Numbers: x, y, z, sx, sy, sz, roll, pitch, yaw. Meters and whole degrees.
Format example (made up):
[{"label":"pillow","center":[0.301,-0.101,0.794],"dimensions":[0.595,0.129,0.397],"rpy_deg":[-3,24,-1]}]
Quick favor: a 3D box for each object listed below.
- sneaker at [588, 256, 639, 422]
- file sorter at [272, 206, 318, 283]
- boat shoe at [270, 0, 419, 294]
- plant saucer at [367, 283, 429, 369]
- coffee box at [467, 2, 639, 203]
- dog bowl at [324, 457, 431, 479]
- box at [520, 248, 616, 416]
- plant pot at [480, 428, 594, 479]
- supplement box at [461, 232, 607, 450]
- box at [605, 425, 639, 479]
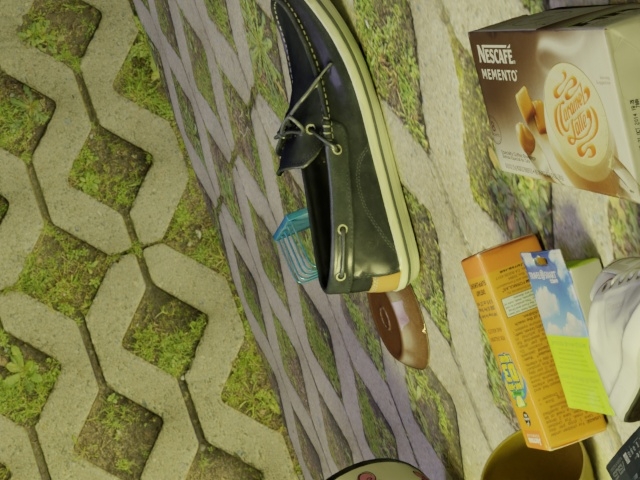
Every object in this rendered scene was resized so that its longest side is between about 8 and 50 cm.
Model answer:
[{"label":"sneaker","center":[0.279,0.047,1.016],"dimensions":[0.290,0.105,0.123],"rpy_deg":[96,155,-58]},{"label":"file sorter","center":[0.000,0.000,2.068],"dimensions":[0.170,0.118,0.104],"rpy_deg":[130,117,-75]},{"label":"boat shoe","center":[0.004,-0.151,1.769],"dimensions":[0.187,0.156,0.500],"rpy_deg":[178,76,-78]},{"label":"plant saucer","center":[0.118,0.121,1.927],"dimensions":[0.198,0.036,0.199],"rpy_deg":[162,90,-78]},{"label":"coffee box","center":[0.230,-0.123,1.001],"dimensions":[0.246,0.098,0.141],"rpy_deg":[-150,43,-70]},{"label":"dog bowl","center":[0.097,0.561,1.881],"dimensions":[0.150,0.408,0.408],"rpy_deg":[19,129,48]},{"label":"box","center":[0.271,0.090,1.244],"dimensions":[0.109,0.042,0.178],"rpy_deg":[167,85,-76]},{"label":"plant pot","center":[0.268,0.296,1.395],"dimensions":[0.095,0.134,0.134],"rpy_deg":[50,179,-31]},{"label":"supplement box","center":[0.238,0.115,1.340],"dimensions":[0.078,0.080,0.233],"rpy_deg":[137,112,-78]},{"label":"box","center":[0.353,0.236,1.071],"dimensions":[0.233,0.059,0.183],"rpy_deg":[96,153,-59]}]
